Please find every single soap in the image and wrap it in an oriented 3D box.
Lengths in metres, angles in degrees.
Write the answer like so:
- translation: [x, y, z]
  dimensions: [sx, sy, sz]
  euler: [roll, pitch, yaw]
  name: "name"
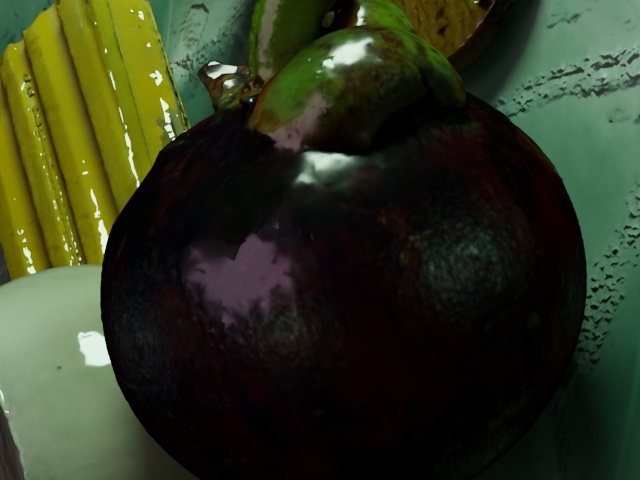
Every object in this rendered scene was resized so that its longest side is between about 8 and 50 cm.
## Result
- translation: [-0.197, -0.058, 1.492]
  dimensions: [0.204, 0.096, 0.324]
  euler: [-44, 50, 32]
  name: "soap"

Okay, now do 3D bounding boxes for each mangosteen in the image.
- translation: [0.000, 0.000, 1.062]
  dimensions: [0.306, 0.306, 0.359]
  euler: [3, 123, 49]
  name: "mangosteen"

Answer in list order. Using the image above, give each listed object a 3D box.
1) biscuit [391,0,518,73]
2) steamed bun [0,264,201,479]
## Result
- translation: [0.083, -0.214, 1.264]
  dimensions: [0.212, 0.036, 0.212]
  euler: [-19, 64, 44]
  name: "biscuit"
- translation: [-0.162, 0.176, 1.275]
  dimensions: [0.324, 0.206, 0.324]
  euler: [30, 125, 54]
  name: "steamed bun"
